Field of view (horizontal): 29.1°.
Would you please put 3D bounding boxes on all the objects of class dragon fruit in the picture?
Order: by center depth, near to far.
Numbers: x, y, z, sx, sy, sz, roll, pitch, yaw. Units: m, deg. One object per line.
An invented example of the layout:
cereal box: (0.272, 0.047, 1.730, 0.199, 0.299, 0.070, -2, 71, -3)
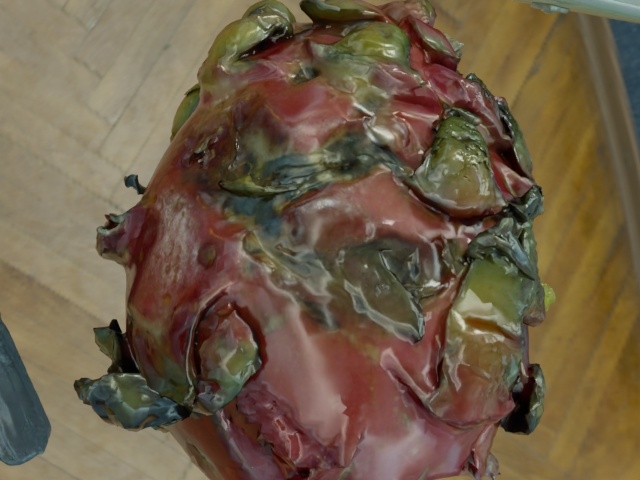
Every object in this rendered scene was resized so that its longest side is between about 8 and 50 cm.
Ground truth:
dragon fruit: (0.000, 0.000, 0.709, 0.269, 0.250, 0.291, -4, 86, -7)

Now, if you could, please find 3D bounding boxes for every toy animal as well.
toy animal: (-0.277, -0.018, 0.866, 0.081, 0.205, 0.367, -20, 139, -14)

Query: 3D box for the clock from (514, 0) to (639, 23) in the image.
clock: (0.180, -0.234, 0.956, 0.265, 0.324, 0.108, 1, 106, -31)

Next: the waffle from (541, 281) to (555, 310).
waffle: (0.072, 0.026, 1.106, 0.229, 0.219, 0.057, 8, 100, -34)
